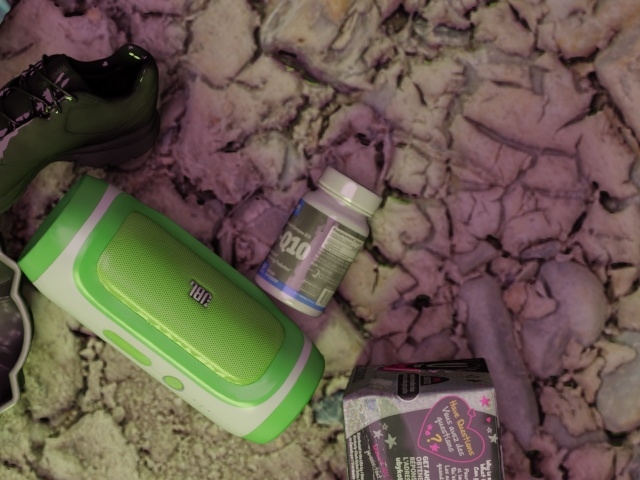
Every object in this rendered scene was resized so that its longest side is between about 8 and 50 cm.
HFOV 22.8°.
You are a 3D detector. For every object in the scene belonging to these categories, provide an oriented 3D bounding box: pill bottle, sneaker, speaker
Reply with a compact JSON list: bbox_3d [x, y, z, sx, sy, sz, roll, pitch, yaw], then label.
[{"bbox_3d":[0.000,0.000,1.564,0.078,0.078,0.137,30,93,3],"label":"pill bottle"},{"bbox_3d":[-0.277,-0.115,1.500,0.286,0.130,0.109,-28,66,-30],"label":"sneaker"},{"bbox_3d":[-0.141,0.068,1.527,0.296,0.131,0.131,38,94,-12],"label":"speaker"}]

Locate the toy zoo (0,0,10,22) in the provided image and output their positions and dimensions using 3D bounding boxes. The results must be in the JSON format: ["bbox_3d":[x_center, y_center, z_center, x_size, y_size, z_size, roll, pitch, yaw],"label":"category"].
[{"bbox_3d":[-0.433,-0.164,1.551,0.293,0.192,0.030,-28,130,4],"label":"toy zoo"}]

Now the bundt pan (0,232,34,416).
[{"bbox_3d":[-0.434,0.086,1.579,0.330,0.124,0.331,0,91,4],"label":"bundt pan"}]

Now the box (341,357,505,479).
[{"bbox_3d":[0.099,0.201,1.477,0.142,0.247,0.163,-4,91,3],"label":"box"}]
